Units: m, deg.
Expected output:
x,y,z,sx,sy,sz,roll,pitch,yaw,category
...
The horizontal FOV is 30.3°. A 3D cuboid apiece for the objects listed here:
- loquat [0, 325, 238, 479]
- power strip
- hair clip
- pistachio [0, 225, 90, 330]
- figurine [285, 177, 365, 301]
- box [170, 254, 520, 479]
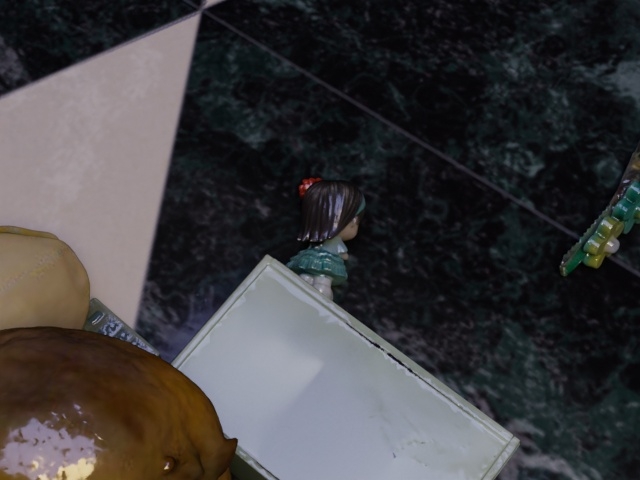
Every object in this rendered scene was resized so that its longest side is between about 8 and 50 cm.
x,y,z,sx,sy,sz,roll,pitch,yaw,category
-0.173,0.162,0.749,0.238,0.238,0.193,25,23,8,loquat
-0.158,0.074,0.903,0.083,0.017,0.027,39,69,12,power strip
0.250,-0.035,0.954,0.049,0.049,0.173,34,68,12,hair clip
-0.261,0.070,0.853,0.200,0.117,0.145,-33,107,-27,pistachio
0.000,0.000,0.930,0.060,0.047,0.106,0,69,37,figurine
0.008,0.135,0.846,0.225,0.086,0.129,36,70,13,box
